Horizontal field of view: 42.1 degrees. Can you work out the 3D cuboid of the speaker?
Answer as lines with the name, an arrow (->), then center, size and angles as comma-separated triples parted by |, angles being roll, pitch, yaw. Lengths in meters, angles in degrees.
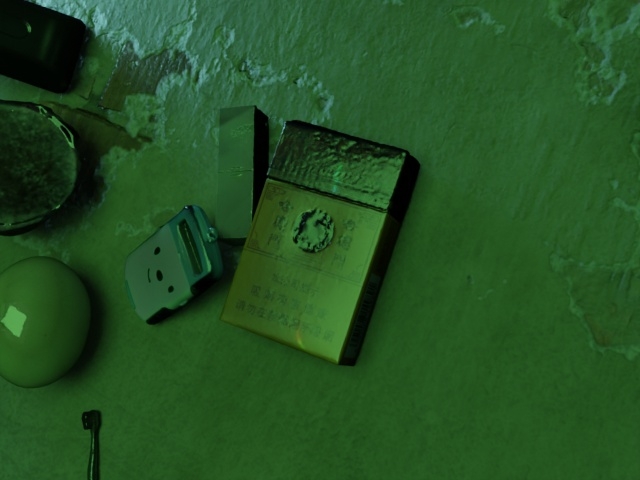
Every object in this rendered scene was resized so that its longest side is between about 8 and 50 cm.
speaker -> -0.703, -0.464, 1.770 | 0.389, 0.184, 0.180 | 16, 84, -23

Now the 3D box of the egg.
egg -> -0.582, 0.164, 1.698 | 0.219, 0.219, 0.269 | -4, 65, 19

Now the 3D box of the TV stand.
TV stand -> -0.156, -0.130, 1.672 | 0.083, 0.088, 0.269 | -4, 80, 19

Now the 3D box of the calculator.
calculator -> -0.295, 0.053, 1.664 | 0.293, 0.051, 0.172 | -35, 67, 35

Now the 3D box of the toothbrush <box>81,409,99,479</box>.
toothbrush -> -0.468, 0.497, 1.699 | 0.030, 0.031, 0.297 | -14, 76, 43

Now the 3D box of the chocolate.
chocolate -> -0.669, -0.131, 1.788 | 0.303, 0.213, 0.303 | 6, 69, -16

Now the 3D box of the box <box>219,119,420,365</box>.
box -> 0.000, 0.000, 1.578 | 0.264, 0.116, 0.415 | 18, 87, 23
